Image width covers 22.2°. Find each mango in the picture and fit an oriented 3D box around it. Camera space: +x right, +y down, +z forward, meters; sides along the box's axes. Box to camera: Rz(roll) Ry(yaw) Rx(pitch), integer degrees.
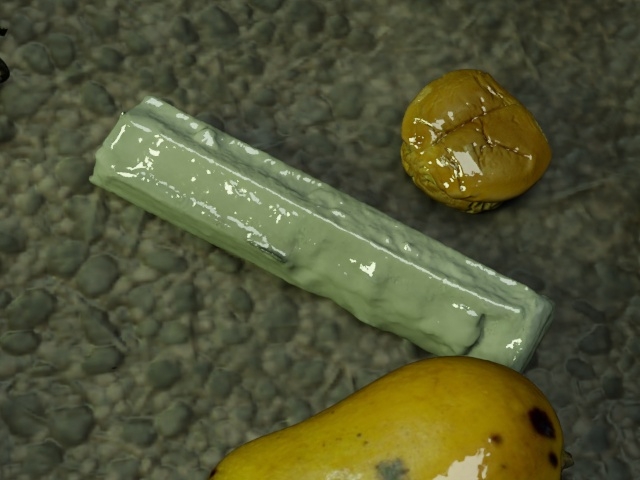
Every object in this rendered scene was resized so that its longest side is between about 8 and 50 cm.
[{"bbox_3d":[0.034,0.123,0.783,0.178,0.090,0.115,-23,56,-13],"label":"mango"}]

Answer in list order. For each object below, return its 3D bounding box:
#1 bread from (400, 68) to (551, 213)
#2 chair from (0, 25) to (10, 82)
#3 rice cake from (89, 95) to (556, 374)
[{"bbox_3d":[0.083,-0.054,0.900,0.081,0.046,0.083,-6,63,-12],"label":"bread"},{"bbox_3d":[-0.333,-0.076,0.802,0.326,0.160,0.170,17,77,-8],"label":"chair"},{"bbox_3d":[0.000,0.000,0.862,0.256,0.052,0.057,27,87,6],"label":"rice cake"}]
